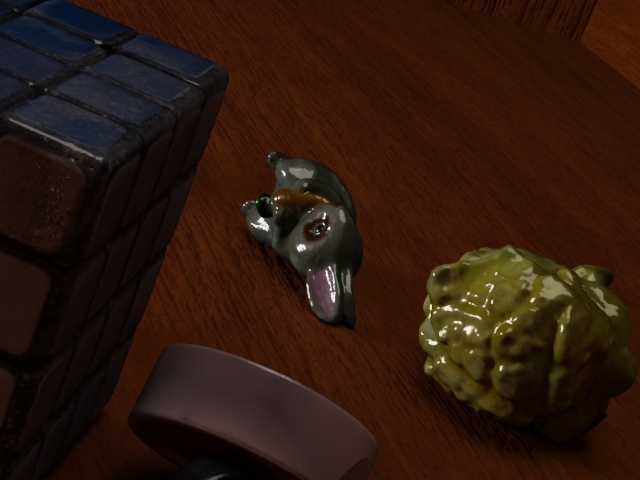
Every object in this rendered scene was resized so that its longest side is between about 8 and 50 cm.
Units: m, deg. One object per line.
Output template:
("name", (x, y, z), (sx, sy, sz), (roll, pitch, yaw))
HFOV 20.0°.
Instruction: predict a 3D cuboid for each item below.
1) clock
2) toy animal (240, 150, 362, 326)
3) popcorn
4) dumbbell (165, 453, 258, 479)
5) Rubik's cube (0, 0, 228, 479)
("clock", (-0.055, 0.159, 1.469), (0.197, 0.068, 0.197), (22, -19, 8))
("toy animal", (0.003, -0.002, 2.086), (0.127, 0.125, 0.251), (-16, 37, -15))
("popcorn", (0.216, 0.097, 1.923), (0.255, 0.195, 0.256), (23, -1, -12))
("dumbbell", (-0.043, 0.249, 1.344), (0.100, 0.100, 0.191), (2, 28, -46))
("Rubik's cube", (-0.310, -0.017, 1.413), (0.337, 0.343, 0.344), (24, 19, 6))
